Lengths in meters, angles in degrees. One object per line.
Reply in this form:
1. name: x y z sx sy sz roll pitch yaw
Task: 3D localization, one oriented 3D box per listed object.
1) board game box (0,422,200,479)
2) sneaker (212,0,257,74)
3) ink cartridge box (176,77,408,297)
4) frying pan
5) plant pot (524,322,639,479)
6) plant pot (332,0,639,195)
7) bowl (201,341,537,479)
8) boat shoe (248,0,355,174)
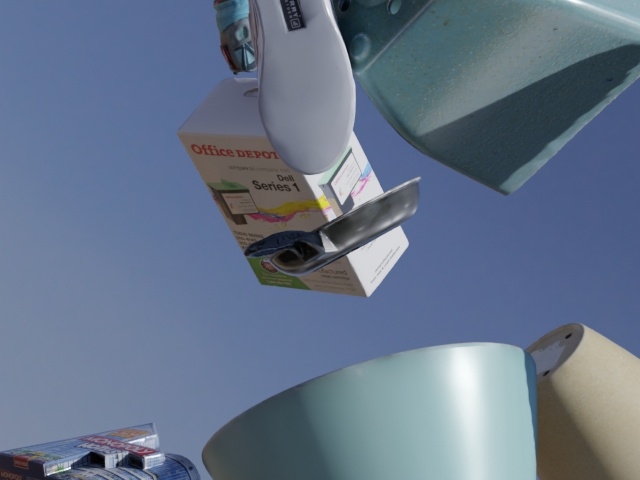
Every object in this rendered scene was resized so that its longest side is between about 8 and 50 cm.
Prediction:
1. board game box: -0.232 0.258 2.059 0.194 0.194 0.060 3 -79 47
2. sneaker: -0.012 -0.258 2.311 0.104 0.262 0.125 -177 -98 -67
3. ink cartridge box: -0.036 -0.070 2.406 0.201 0.117 0.278 5 -45 41
4. frying pan: 0.026 -0.014 1.947 0.053 0.197 0.326 62 2 1
5. plant pot: 0.362 0.247 2.304 0.274 0.256 0.256 50 -20 -14
6. plant pot: 0.134 -0.230 1.760 0.252 0.248 0.247 14 42 -44
7. bowl: 0.063 0.225 1.602 0.311 0.311 0.163 94 -18 -67
8. boat shoe: -0.019 -0.192 1.681 0.084 0.095 0.258 -72 156 -77
